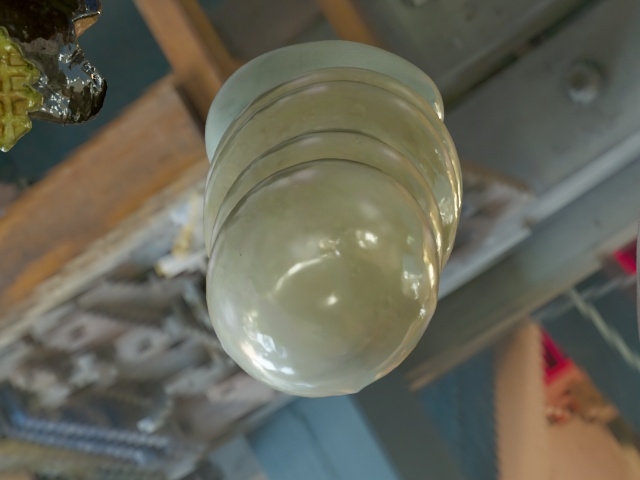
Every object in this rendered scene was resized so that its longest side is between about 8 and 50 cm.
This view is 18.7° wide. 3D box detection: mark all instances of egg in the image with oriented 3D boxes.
[{"bbox_3d":[0.004,-0.098,1.687,0.209,0.151,0.151,-11,160,3],"label":"egg"}]

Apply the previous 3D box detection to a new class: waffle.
[{"bbox_3d":[-0.170,-0.071,0.889,0.078,0.085,0.016,-62,-174,-22],"label":"waffle"}]

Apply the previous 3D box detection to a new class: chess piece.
[{"bbox_3d":[0.000,0.000,1.079,0.167,0.167,0.300,-34,-173,9],"label":"chess piece"}]

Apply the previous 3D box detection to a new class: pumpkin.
[{"bbox_3d":[-0.283,-0.199,1.522,0.130,0.254,0.149,-64,160,15],"label":"pumpkin"}]

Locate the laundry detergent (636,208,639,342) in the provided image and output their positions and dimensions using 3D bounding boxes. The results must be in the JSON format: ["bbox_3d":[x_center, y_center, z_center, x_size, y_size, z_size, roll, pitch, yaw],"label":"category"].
[{"bbox_3d":[0.310,0.019,1.646,0.076,0.171,0.237,0,123,-16],"label":"laundry detergent"}]
